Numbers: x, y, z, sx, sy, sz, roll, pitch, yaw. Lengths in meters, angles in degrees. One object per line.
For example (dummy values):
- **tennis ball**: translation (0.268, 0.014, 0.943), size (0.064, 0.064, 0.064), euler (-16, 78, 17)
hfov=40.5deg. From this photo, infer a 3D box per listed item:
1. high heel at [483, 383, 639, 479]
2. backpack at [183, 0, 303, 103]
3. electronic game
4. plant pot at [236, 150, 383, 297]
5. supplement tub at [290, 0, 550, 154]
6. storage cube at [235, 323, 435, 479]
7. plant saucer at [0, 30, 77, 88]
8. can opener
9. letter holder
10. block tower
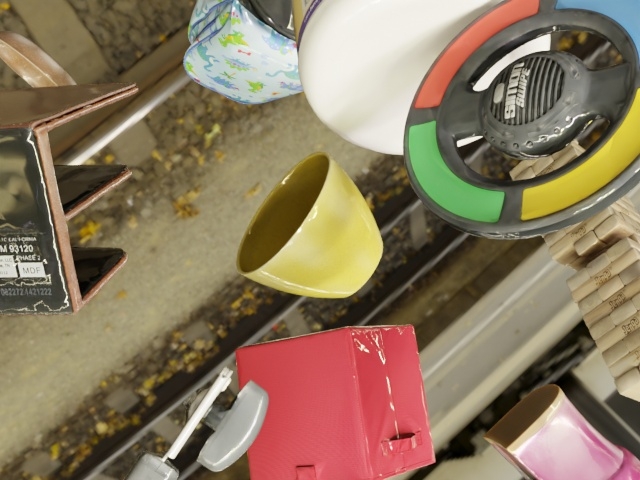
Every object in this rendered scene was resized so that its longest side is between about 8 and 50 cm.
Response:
- **high heel**: translation (0.083, 0.200, 0.480), size (0.244, 0.117, 0.082), euler (-43, -175, -10)
- **backpack**: translation (-0.095, -0.378, 1.517), size (0.290, 0.355, 0.273), euler (17, 93, -33)
- **electronic game**: translation (0.164, -0.105, 0.663), size (0.229, 0.229, 0.048), euler (-46, 134, 8)
- **plant pot**: translation (0.000, 0.000, 0.799), size (0.134, 0.095, 0.134), euler (-44, -157, 24)
- **supplement tub**: translation (0.085, -0.281, 0.901), size (0.241, 0.331, 0.241), euler (-4, 144, -3)
- **storage cube**: translation (0.018, 0.222, 1.165), size (0.215, 0.193, 0.183), euler (-13, 169, 32)
- **plant saucer**: translation (-0.473, -0.288, 1.459), size (0.036, 0.198, 0.198), euler (-52, 161, -13)
- **can opener**: translation (-0.157, 0.262, 0.906), size (0.283, 0.095, 0.076), euler (-57, 180, -14)
- **letter holder**: translation (-0.319, -0.045, 0.764), size (0.214, 0.302, 0.152), euler (-61, 147, -66)
- **block tower**: translation (0.331, 0.022, 0.991), size (0.097, 0.335, 0.091), euler (23, 126, -36)
